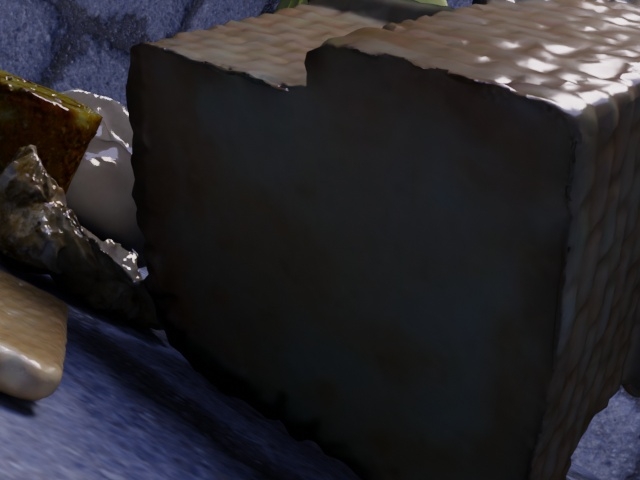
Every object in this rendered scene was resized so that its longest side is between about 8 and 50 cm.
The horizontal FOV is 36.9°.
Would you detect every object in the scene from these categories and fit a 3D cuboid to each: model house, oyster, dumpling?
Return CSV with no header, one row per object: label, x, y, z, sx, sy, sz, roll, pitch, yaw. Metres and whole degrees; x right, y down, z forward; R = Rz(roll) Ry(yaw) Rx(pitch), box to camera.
model house,0.117,-0.041,0.872,0.445,0.395,0.400,21,38,36
oyster,-0.251,0.016,0.986,0.232,0.107,0.161,49,-15,-23
dumpling,-0.304,-0.076,1.279,0.293,0.204,0.163,39,6,-26

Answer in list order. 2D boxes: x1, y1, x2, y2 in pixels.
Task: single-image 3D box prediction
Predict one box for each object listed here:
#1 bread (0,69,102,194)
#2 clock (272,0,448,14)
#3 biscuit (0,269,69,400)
bread,-0.328,-0.085,1.040,0.103,0.172,0.132,33,10,41
clock,0.117,-0.201,1.231,0.348,0.117,0.286,31,-9,-40
biscuit,-0.242,0.039,0.629,0.160,0.030,0.250,28,-1,-16
